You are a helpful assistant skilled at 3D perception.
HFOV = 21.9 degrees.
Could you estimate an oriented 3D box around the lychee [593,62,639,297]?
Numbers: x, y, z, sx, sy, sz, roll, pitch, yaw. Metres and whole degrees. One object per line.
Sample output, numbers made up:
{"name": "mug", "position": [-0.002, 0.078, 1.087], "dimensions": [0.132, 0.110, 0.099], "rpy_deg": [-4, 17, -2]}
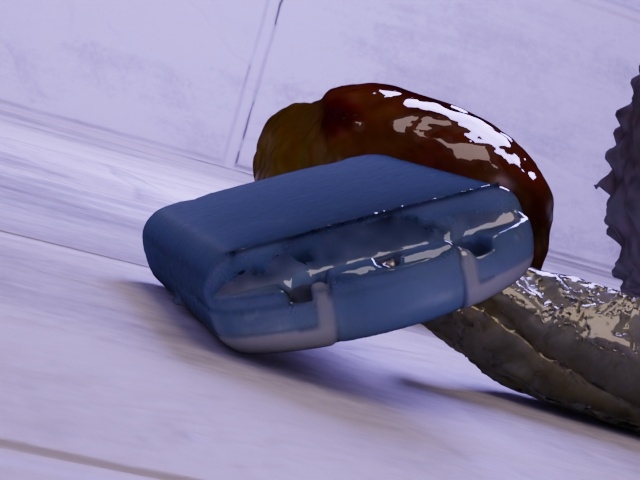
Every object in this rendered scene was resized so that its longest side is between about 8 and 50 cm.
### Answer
{"name": "lychee", "position": [0.284, -0.023, 0.846], "dimensions": [0.300, 0.300, 0.300], "rpy_deg": [16, 3, -1]}

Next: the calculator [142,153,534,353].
{"name": "calculator", "position": [0.000, 0.000, 0.639], "dimensions": [0.121, 0.039, 0.210], "rpy_deg": [-14, 11, -14]}

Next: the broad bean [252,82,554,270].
{"name": "broad bean", "position": [0.046, -0.029, 0.992], "dimensions": [0.156, 0.122, 0.228], "rpy_deg": [12, 8, -28]}

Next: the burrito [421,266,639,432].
{"name": "burrito", "position": [0.148, 0.055, 0.664], "dimensions": [0.229, 0.058, 0.063], "rpy_deg": [14, 8, 3]}
